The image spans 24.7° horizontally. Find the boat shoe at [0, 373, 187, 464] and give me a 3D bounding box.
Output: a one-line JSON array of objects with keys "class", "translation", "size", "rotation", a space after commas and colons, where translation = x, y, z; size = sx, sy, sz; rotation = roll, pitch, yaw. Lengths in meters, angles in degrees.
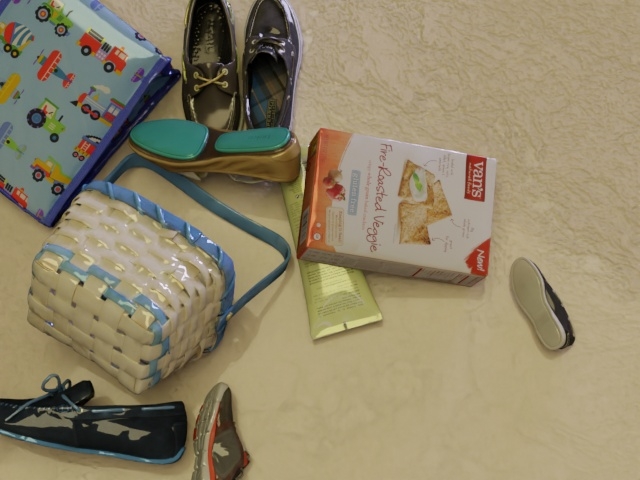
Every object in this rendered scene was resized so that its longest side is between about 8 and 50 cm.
[{"class": "boat shoe", "translation": [-0.290, 0.210, 1.784], "size": [0.258, 0.109, 0.089], "rotation": [10, 87, -9]}]

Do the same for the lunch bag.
[{"class": "lunch bag", "translation": [-0.359, -0.177, 1.879], "size": [0.221, 0.138, 0.293], "rotation": [38, 89, 3]}]

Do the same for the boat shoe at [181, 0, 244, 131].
[{"class": "boat shoe", "translation": [-0.145, -0.221, 1.907], "size": [0.081, 0.068, 0.227], "rotation": [-5, 74, 3]}]

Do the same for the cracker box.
[{"class": "cracker box", "translation": [0.096, -0.040, 1.809], "size": [0.232, 0.067, 0.155], "rotation": [9, 74, -11]}]

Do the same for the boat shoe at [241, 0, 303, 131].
[{"class": "boat shoe", "translation": [-0.069, -0.225, 1.899], "size": [0.080, 0.076, 0.228], "rotation": [4, 74, 5]}]

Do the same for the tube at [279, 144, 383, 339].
[{"class": "tube", "translation": [0.000, 0.000, 1.844], "size": [0.070, 0.062, 0.240], "rotation": [-29, 72, 41]}]

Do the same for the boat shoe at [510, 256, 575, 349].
[{"class": "boat shoe", "translation": [0.276, 0.077, 1.808], "size": [0.046, 0.038, 0.125], "rotation": [-43, 63, 35]}]

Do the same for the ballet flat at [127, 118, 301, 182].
[{"class": "ballet flat", "translation": [-0.133, -0.103, 1.837], "size": [0.232, 0.073, 0.080], "rotation": [6, 46, 23]}]

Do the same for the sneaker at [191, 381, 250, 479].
[{"class": "sneaker", "translation": [-0.118, 0.253, 1.785], "size": [0.065, 0.061, 0.157], "rotation": [12, 74, -21]}]

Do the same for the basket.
[{"class": "basket", "translation": [-0.208, 0.026, 1.788], "size": [0.255, 0.201, 0.289], "rotation": [32, 51, 14]}]
